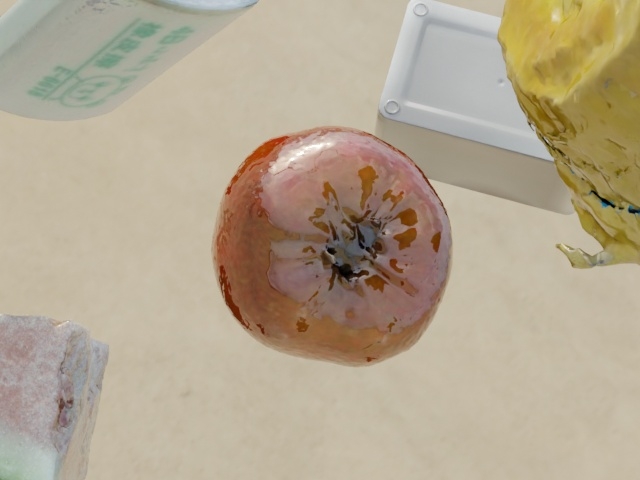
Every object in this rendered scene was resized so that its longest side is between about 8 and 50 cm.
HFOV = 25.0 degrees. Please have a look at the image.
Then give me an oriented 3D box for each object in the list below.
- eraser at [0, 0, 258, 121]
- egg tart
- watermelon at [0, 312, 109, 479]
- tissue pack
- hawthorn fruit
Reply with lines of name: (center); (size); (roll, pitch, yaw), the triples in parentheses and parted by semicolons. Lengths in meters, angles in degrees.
eraser: (-0.218, -0.221, 1.474); (0.189, 0.290, 0.104); (-5, 74, -41)
egg tart: (0.217, -0.155, 0.813); (0.169, 0.388, 0.387); (12, 42, -19)
watermelon: (-0.312, 0.167, 1.423); (0.310, 0.232, 0.193); (57, -7, 6)
tissue pack: (0.193, -0.150, 1.602); (0.246, 0.136, 0.159); (16, 72, 6)
hawthorn fruit: (0.000, 0.000, 1.170); (0.197, 0.196, 0.225); (31, -3, -17)
